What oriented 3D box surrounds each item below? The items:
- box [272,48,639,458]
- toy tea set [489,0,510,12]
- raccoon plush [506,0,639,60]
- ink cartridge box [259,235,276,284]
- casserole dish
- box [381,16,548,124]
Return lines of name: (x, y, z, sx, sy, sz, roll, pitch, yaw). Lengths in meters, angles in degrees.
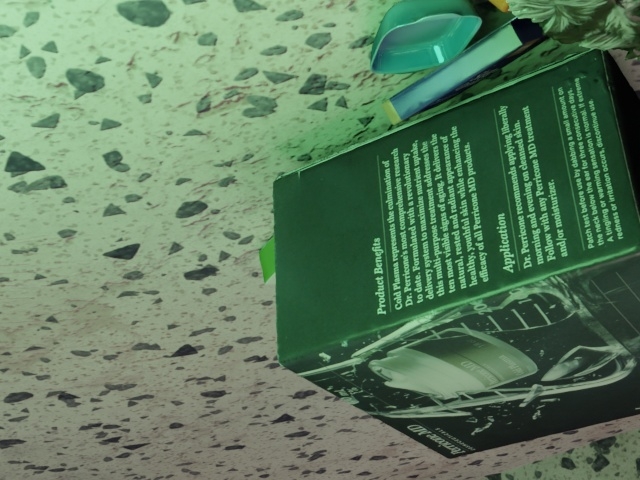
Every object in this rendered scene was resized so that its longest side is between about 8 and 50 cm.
box: (0.261, 0.054, 1.405, 0.472, 0.297, 0.480, -19, 146, 28)
toy tea set: (0.205, -0.356, 1.005, 0.200, 0.124, 0.336, -28, 165, -42)
raccoon plush: (0.361, -0.309, 0.982, 0.446, 0.299, 0.216, 23, 147, -31)
ink cartridge box: (0.000, 0.000, 1.631, 0.109, 0.062, 0.209, 6, 148, -30)
casserole dish: (0.115, -0.237, 1.197, 0.114, 0.037, 0.188, -9, 172, -7)
box: (0.192, -0.215, 1.247, 0.225, 0.036, 0.136, -31, 179, 32)
